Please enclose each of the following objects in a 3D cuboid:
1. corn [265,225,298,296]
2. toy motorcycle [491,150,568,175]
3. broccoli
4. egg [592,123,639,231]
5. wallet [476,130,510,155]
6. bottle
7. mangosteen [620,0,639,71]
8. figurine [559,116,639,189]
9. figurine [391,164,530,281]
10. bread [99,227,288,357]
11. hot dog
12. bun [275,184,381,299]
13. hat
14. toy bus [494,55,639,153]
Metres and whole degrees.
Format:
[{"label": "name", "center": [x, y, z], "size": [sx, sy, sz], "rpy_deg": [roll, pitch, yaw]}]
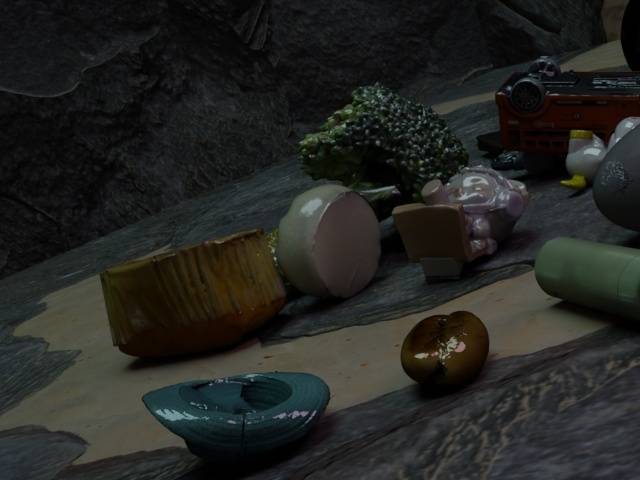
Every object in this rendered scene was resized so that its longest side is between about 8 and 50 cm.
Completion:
[{"label": "corn", "center": [-0.056, 0.021, 1.708], "size": [0.106, 0.106, 0.293], "rpy_deg": [-18, 11, 9]}, {"label": "toy motorcycle", "center": [0.436, -0.173, 1.879], "size": [0.225, 0.073, 0.152], "rpy_deg": [-23, 16, -21]}, {"label": "broccoli", "center": [0.112, -0.121, 1.712], "size": [0.317, 0.277, 0.338], "rpy_deg": [-45, 11, -19]}, {"label": "egg", "center": [0.431, -0.082, 1.236], "size": [0.199, 0.146, 0.146], "rpy_deg": [-21, 10, 16]}, {"label": "wallet", "center": [0.440, -0.212, 2.147], "size": [0.165, 0.042, 0.309], "rpy_deg": [-18, 12, -3]}, {"label": "bottle", "center": [0.302, 0.040, 1.056], "size": [0.072, 0.072, 0.201], "rpy_deg": [-22, 11, -13]}, {"label": "mangosteen", "center": [0.740, -0.376, 1.944], "size": [0.306, 0.359, 0.306], "rpy_deg": [-5, -21, -2]}, {"label": "figurine", "center": [0.471, -0.130, 1.604], "size": [0.178, 0.109, 0.129], "rpy_deg": [-9, 41, 43]}, {"label": "figurine", "center": [0.206, -0.043, 1.451], "size": [0.163, 0.141, 0.237], "rpy_deg": [-4, 18, 39]}, {"label": "bread", "center": [-0.188, 0.084, 1.502], "size": [0.288, 0.156, 0.204], "rpy_deg": [-15, 3, 34]}, {"label": "hot dog", "center": [0.131, 0.112, 1.053], "size": [0.090, 0.060, 0.140], "rpy_deg": [-13, 19, 15]}, {"label": "bun", "center": [0.000, 0.000, 1.505], "size": [0.120, 0.172, 0.173], "rpy_deg": [7, 26, 42]}, {"label": "hat", "center": [-0.084, 0.184, 1.028], "size": [0.191, 0.077, 0.138], "rpy_deg": [-3, 15, -16]}, {"label": "toy bus", "center": [0.476, -0.223, 1.728], "size": [0.329, 0.153, 0.143], "rpy_deg": [4, 27, 25]}]
